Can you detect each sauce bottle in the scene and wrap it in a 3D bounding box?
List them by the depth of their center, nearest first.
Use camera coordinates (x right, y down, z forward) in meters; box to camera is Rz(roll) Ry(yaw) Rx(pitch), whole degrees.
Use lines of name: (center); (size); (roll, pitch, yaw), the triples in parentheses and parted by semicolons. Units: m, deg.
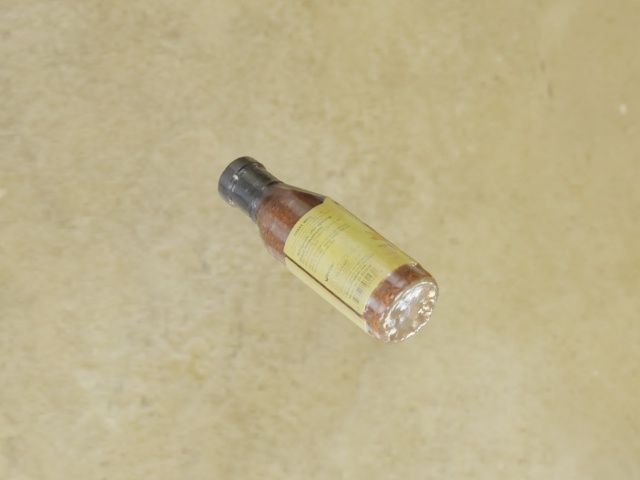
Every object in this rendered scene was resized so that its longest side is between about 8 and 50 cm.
sauce bottle: (0.000, 0.000, 0.710); (0.042, 0.128, 0.042); (-31, 143, -27)
